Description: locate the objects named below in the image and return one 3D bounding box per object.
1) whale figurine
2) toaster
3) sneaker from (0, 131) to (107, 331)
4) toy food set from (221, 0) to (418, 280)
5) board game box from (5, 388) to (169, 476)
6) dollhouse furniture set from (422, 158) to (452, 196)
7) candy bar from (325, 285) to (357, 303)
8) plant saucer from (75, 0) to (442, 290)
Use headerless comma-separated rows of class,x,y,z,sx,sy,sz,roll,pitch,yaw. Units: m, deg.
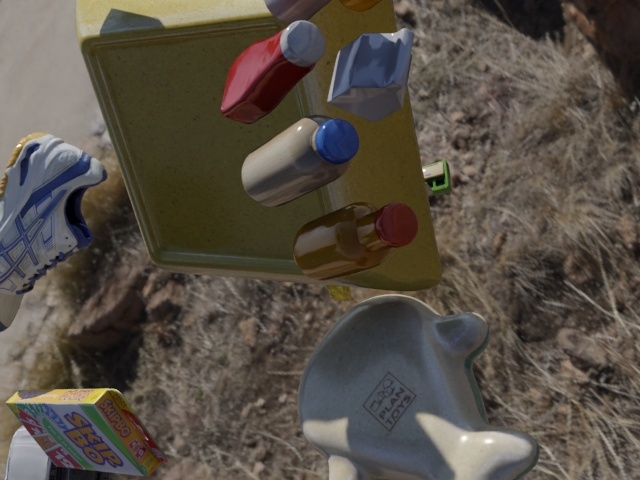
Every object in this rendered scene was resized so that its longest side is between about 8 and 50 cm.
whale figurine,0.097,0.167,0.789,0.216,0.141,0.272,-53,36,-2
toaster,-0.446,0.403,1.449,0.146,0.129,0.227,-10,72,36
sneaker,-0.389,0.007,1.178,0.112,0.130,0.297,-85,17,-77
toy food set,0.013,-0.101,0.522,0.104,0.111,0.232,-19,55,61
board game box,-0.310,0.250,1.127,0.259,0.124,0.039,-12,26,42
dollhouse furniture set,0.093,-0.091,0.950,0.058,0.151,0.076,-15,60,23
candy bar,0.000,0.000,0.925,0.018,0.162,0.040,-34,24,-32
plant saucer,-0.079,-0.092,0.780,0.332,0.333,0.081,2,28,33
